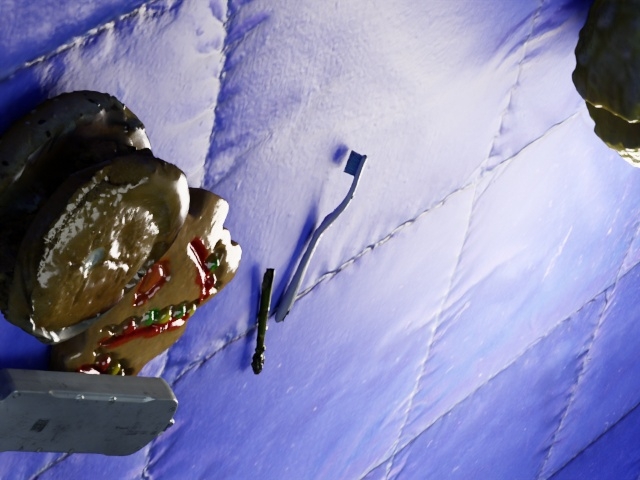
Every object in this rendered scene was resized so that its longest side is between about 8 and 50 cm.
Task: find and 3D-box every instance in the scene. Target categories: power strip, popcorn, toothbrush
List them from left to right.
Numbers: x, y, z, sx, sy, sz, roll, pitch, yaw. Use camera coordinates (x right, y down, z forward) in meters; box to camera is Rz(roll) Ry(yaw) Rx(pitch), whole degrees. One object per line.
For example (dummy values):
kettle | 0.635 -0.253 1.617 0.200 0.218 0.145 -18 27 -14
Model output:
power strip | -0.212 0.143 1.619 0.227 0.029 0.080 9 130 -48
toothbrush | 0.000 0.000 1.878 0.204 0.022 0.017 -64 170 27
popcorn | 0.387 -0.194 2.051 0.224 0.270 0.258 -12 174 -20

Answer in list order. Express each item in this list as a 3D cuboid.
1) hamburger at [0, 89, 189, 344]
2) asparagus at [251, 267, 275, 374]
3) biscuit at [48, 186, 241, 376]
hamburger | -0.188 -0.014 1.415 0.177 0.113 0.185 -37 161 -44
asparagus | -0.056 0.079 1.898 0.166 0.013 0.016 99 -6 -50
biscuit | -0.155 0.058 1.653 0.239 0.041 0.212 -55 158 5
